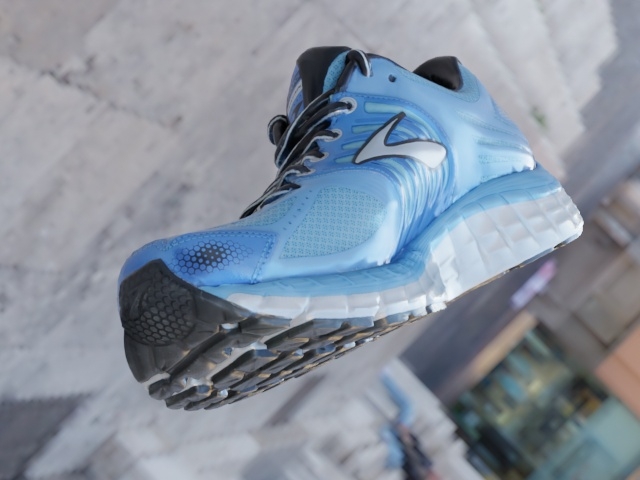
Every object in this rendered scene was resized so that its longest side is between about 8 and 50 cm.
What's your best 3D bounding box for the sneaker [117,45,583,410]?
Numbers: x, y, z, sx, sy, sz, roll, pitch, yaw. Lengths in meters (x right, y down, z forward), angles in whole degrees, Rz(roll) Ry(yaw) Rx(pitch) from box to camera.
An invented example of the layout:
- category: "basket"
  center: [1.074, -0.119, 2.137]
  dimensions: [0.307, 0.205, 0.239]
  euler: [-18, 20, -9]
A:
- category: "sneaker"
  center: [0.000, -0.009, 0.456]
  dimensions: [0.063, 0.073, 0.162]
  euler: [-28, 177, 34]
